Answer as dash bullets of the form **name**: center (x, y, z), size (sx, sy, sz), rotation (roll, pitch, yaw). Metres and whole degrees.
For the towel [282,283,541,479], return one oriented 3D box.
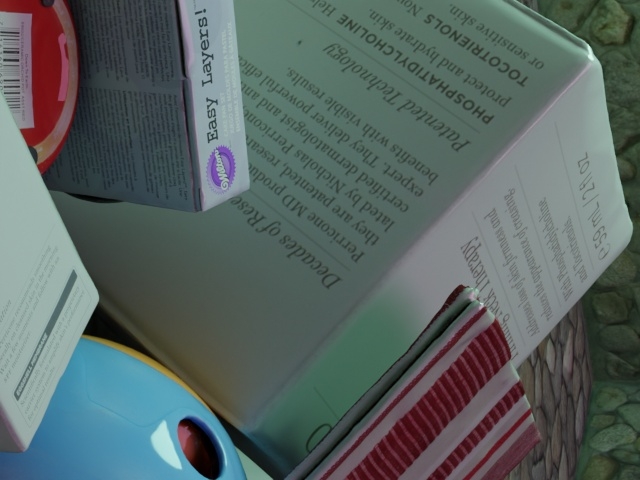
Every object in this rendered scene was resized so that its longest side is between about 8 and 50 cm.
- **towel**: center (0.067, 0.181, 1.230), size (0.237, 0.037, 0.329), rotation (-46, 153, -9)

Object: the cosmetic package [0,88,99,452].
- **cosmetic package**: center (-0.284, 0.001, 0.918), size (0.138, 0.224, 0.224), rotation (-70, 153, -43)

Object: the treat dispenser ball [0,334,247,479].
- **treat dispenser ball**: center (-0.189, 0.207, 1.096), size (0.288, 0.288, 0.288), rotation (0, 90, -70)

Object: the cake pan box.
- **cake pan box**: center (-0.171, -0.153, 1.110), size (0.070, 0.246, 0.266), rotation (-25, 116, -48)

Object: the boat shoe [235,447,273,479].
- **boat shoe**: center (-0.115, 0.266, 1.646), size (0.070, 0.078, 0.219), rotation (-57, 168, 12)

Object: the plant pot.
- **plant pot**: center (-0.263, -0.114, 1.032), size (0.191, 0.174, 0.191), rotation (3, 90, -67)

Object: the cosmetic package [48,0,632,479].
- **cosmetic package**: center (0.011, -0.017, 1.359), size (0.393, 0.327, 0.329), rotation (-47, 151, -9)
